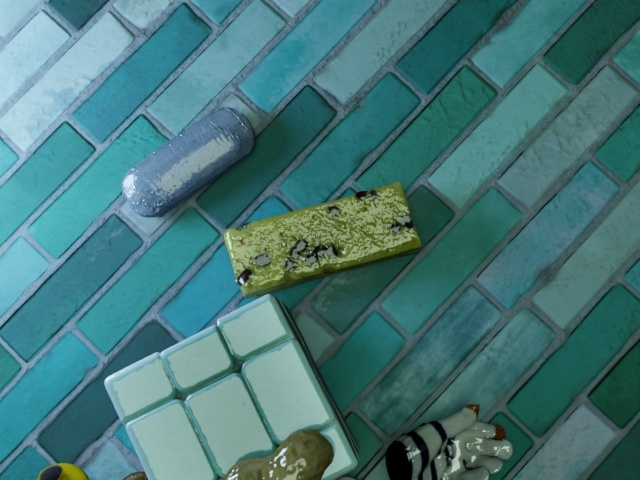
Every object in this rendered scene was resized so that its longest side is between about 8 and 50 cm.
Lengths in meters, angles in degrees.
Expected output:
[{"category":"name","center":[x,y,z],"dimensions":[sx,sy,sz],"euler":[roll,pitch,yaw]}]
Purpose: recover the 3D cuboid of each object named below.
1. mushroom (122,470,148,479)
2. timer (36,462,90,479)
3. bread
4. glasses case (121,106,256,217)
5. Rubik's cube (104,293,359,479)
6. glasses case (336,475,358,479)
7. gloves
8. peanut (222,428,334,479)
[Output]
[{"category":"mushroom","center":[-0.324,0.488,1.742],"dimensions":[0.109,0.085,0.126],"euler":[-42,87,-4]},{"category":"timer","center":[-0.478,0.470,1.758],"dimensions":[0.107,0.109,0.107],"euler":[8,57,-12]},{"category":"bread","center":[0.000,0.000,1.797],"dimensions":[0.361,0.077,0.138],"euler":[-16,82,0]},{"category":"glasses case","center":[-0.253,-0.151,1.830],"dimensions":[0.282,0.067,0.109],"euler":[-36,86,-4]},{"category":"Rubik's cube","center":[-0.137,0.307,1.642],"dimensions":[0.316,0.319,0.322],"euler":[-28,82,-2]},{"category":"glasses case","center":[0.030,0.515,1.749],"dimensions":[0.063,0.041,0.164],"euler":[24,85,4]},{"category":"gloves","center":[0.235,0.383,1.731],"dimensions":[0.219,0.131,0.140],"euler":[-11,79,-30]},{"category":"peanut","center":[-0.079,0.367,1.425],"dimensions":[0.226,0.095,0.108],"euler":[-35,87,-3]}]
